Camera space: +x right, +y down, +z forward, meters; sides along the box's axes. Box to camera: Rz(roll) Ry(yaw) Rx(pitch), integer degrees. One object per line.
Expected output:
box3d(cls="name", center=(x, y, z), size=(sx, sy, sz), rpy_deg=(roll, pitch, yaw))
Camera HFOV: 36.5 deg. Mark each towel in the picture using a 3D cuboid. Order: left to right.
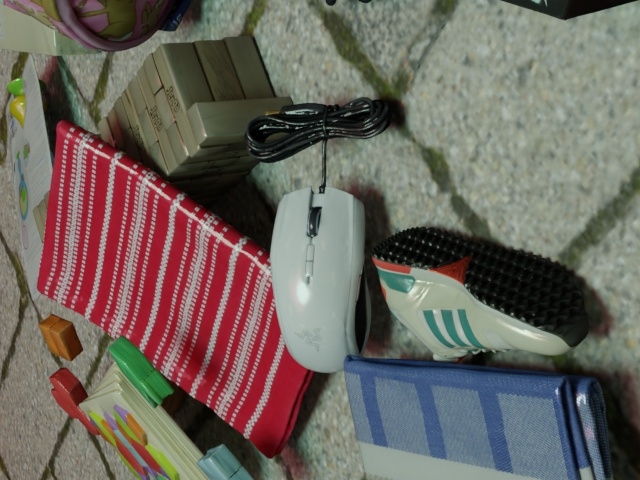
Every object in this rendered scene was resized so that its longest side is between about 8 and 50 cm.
box3d(cls="towel", center=(-0.118, 0.046, 0.788), size=(0.275, 0.031, 0.199), rpy_deg=(34, 134, 11))
box3d(cls="towel", center=(0.114, 0.210, 0.610), size=(0.209, 0.034, 0.285), rpy_deg=(-5, 101, 52))

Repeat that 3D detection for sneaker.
box3d(cls="sneaker", center=(0.099, 0.047, 0.600), size=(0.161, 0.057, 0.075), rpy_deg=(22, 133, 46))

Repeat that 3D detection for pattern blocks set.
box3d(cls="pattern blocks set", center=(-0.163, 0.186, 0.894), size=(0.285, 0.026, 0.325), rpy_deg=(45, 152, 8))

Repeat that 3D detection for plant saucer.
box3d(cls="plant saucer", center=(-0.165, 0.138, 0.987), size=(0.083, 0.013, 0.083), rpy_deg=(19, 115, 49))

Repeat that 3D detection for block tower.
box3d(cls="block tower", center=(-0.150, -0.059, 0.851), size=(0.335, 0.091, 0.097), rpy_deg=(-33, 74, 50))

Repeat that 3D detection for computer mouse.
box3d(cls="computer mouse", center=(0.000, 0.000, 0.669), size=(0.106, 0.042, 0.193), rpy_deg=(-1, 95, 17))

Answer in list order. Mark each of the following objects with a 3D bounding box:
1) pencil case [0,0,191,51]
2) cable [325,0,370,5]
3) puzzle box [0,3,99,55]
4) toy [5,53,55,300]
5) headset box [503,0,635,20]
box3d(cls="pencil case", center=(-0.278, -0.302, 0.825), size=(0.386, 0.167, 0.160), rpy_deg=(31, 106, 24))
box3d(cls="cable", center=(0.030, -0.228, 0.609), size=(0.184, 0.047, 0.151), rpy_deg=(6, 102, 50))
box3d(cls="puzzle box", center=(-0.366, -0.355, 1.081), size=(0.409, 0.052, 0.272), rpy_deg=(19, 114, 49))
box3d(cls="toy", center=(-0.297, -0.068, 1.066), size=(0.137, 0.056, 0.237), rpy_deg=(-35, 66, 54))
box3d(cls="headset box", center=(0.077, -0.278, 0.446), size=(0.218, 0.110, 0.293), rpy_deg=(26, 121, 28))
